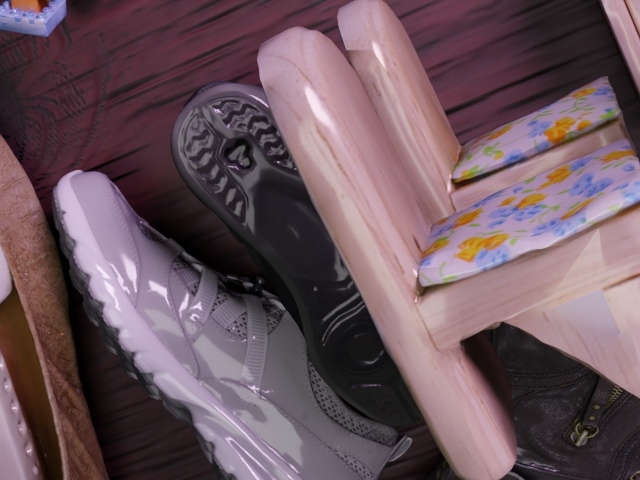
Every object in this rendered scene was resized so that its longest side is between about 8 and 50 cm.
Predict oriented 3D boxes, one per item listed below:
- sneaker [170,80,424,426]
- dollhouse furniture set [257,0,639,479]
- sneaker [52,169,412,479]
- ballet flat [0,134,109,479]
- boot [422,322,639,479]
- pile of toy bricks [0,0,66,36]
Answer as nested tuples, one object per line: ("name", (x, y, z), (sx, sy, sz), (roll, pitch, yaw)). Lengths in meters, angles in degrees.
("sneaker", (0.000, 0.000, 0.665), (0.087, 0.130, 0.227), (-37, 104, 7))
("dollhouse furniture set", (0.175, -0.155, 0.439), (0.362, 0.394, 0.256), (-24, 100, 15))
("sneaker", (-0.060, 0.062, 0.717), (0.115, 0.105, 0.281), (-39, 92, -16))
("ballet flat", (-0.218, 0.076, 0.716), (0.116, 0.124, 0.342), (-8, 104, 13))
("boot", (0.191, 0.110, 0.684), (0.263, 0.091, 0.229), (9, 117, 0))
("pile of toy bricks", (-0.228, -0.189, 0.639), (0.212, 0.118, 0.105), (10, 127, 6))
